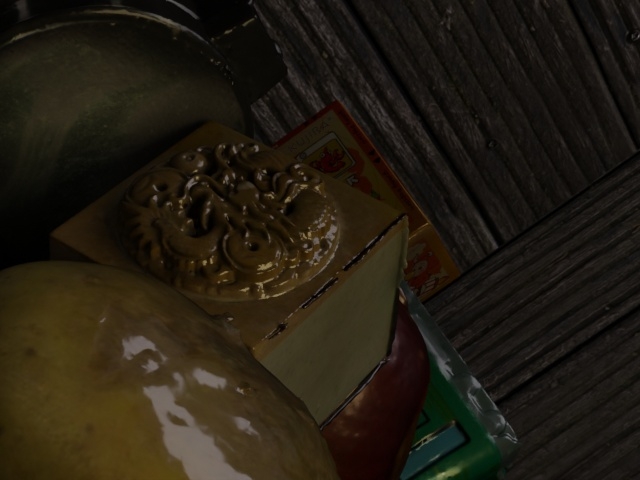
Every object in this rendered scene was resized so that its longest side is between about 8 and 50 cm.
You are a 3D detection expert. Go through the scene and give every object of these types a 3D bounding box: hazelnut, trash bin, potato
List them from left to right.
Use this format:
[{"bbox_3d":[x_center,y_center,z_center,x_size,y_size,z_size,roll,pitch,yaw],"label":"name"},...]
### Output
[{"bbox_3d":[-0.179,-0.146,0.875,0.203,0.252,0.301,56,6,-46],"label":"trash bin"},{"bbox_3d":[-0.052,0.135,0.579,0.296,0.141,0.191,57,1,4],"label":"potato"},{"bbox_3d":[-0.034,0.103,0.946,0.217,0.217,0.251,54,-8,-12],"label":"hazelnut"}]

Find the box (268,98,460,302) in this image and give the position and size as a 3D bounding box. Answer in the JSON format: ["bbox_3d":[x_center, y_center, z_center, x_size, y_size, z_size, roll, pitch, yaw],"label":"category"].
[{"bbox_3d":[0.000,0.000,1.863,0.259,0.284,0.214,56,4,30],"label":"box"}]

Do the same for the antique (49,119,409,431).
[{"bbox_3d":[-0.050,0.031,0.739,0.152,0.147,0.148,26,-46,24],"label":"antique"}]

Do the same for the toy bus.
[{"bbox_3d":[0.061,0.176,1.535,0.343,0.199,0.183,55,-18,23],"label":"toy bus"}]
